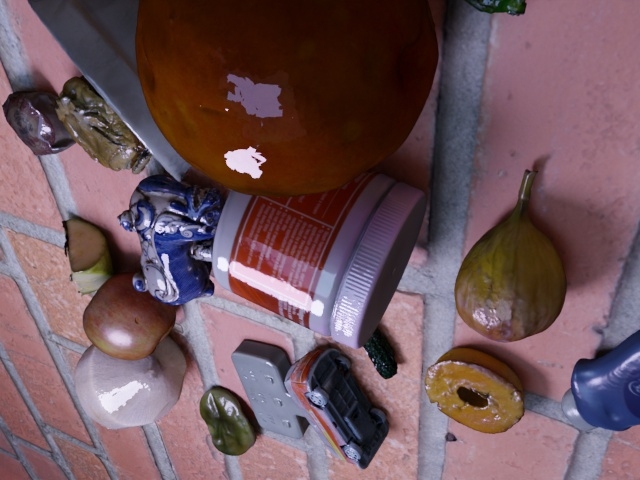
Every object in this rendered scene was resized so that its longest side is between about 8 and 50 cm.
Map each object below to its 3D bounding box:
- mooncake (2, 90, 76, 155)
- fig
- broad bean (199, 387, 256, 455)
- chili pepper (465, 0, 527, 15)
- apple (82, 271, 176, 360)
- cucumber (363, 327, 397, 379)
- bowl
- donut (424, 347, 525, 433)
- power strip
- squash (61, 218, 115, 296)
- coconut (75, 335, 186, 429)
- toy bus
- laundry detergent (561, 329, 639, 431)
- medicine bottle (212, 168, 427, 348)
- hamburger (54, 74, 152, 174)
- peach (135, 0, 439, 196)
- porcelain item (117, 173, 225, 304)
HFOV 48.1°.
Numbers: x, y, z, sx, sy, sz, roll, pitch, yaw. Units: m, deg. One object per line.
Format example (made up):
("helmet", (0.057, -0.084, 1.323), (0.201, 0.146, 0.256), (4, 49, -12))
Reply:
("mooncake", (-0.538, -0.222, 1.360), (0.125, 0.073, 0.130), (-1, 126, 37))
("fig", (0.272, 0.020, 1.004), (0.159, 0.159, 0.257), (15, 118, 22))
("broad bean", (-0.230, 0.459, 1.797), (0.153, 0.072, 0.207), (9, 132, 19))
("chili pepper", (0.147, -0.330, 0.799), (0.227, 0.059, 0.088), (39, 135, -7))
("apple", (-0.411, 0.166, 1.554), (0.174, 0.188, 0.188), (35, 140, -1))
("cucumber", (0.076, 0.153, 1.317), (0.044, 0.043, 0.257), (-14, 119, 36))
("bowl", (-0.240, -0.248, 0.987), (0.307, 0.163, 0.307), (48, 178, 2))
("donut", (0.275, 0.258, 1.266), (0.178, 0.065, 0.162), (39, 135, -2))
("power strip", (-0.081, 0.341, 1.592), (0.193, 0.059, 0.265), (7, 131, 30))
("squash", (-0.506, 0.090, 1.607), (0.252, 0.093, 0.169), (96, 156, -45))
("coconut", (-0.442, 0.320, 1.688), (0.237, 0.237, 0.266), (46, 137, -12))
("toy bus", (0.027, 0.338, 1.473), (0.120, 0.121, 0.265), (-6, 125, 46))
("laundry detergent", (0.466, 0.218, 1.070), (0.143, 0.094, 0.290), (36, 139, -6))
("medicine bottle", (0.000, 0.000, 1.061), (0.241, 0.252, 0.252), (24, 138, 15))
("hamburger", (-0.352, -0.205, 1.229), (0.183, 0.130, 0.206), (47, 157, -11))
("peach", (-0.026, -0.213, 0.810), (0.301, 0.343, 0.343), (8, 133, 41))
("porcelain item", (-0.260, 0.001, 1.352), (0.186, 0.138, 0.288), (6, 129, 7))
